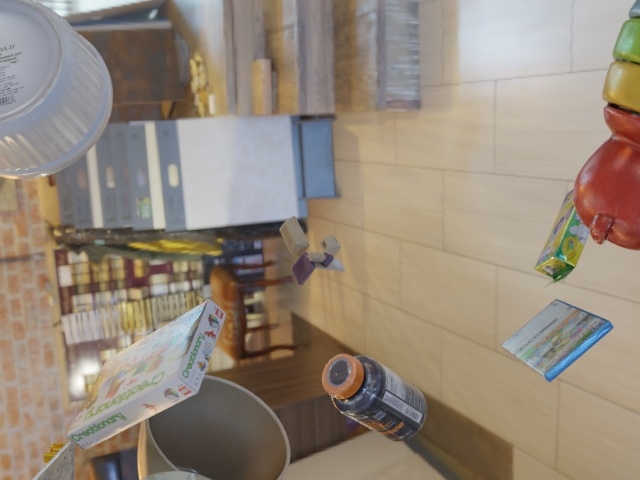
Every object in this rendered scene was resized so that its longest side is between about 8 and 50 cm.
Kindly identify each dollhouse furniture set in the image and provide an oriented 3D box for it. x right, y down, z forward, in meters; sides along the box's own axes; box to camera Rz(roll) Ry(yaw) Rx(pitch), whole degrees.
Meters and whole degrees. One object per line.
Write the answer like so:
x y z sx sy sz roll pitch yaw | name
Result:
0.000 0.000 1.036 0.091 0.081 0.114 -53 49 32 | dollhouse furniture set

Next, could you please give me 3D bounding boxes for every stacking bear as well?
0.324 -0.124 0.583 0.164 0.175 0.289 29 108 21 | stacking bear

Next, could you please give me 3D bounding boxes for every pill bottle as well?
0.109 0.323 1.411 0.130 0.245 0.131 -26 45 29 | pill bottle

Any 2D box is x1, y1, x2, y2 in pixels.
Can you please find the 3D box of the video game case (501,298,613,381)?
0.346 0.144 1.000 0.015 0.119 0.166 50 179 -8 | video game case

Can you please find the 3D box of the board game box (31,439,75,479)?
-0.548 0.626 1.271 0.390 0.050 0.390 -172 85 -86 | board game box

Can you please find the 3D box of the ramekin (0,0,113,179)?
-0.363 -0.187 0.794 0.109 0.207 0.207 89 168 -75 | ramekin

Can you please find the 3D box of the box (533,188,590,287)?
0.418 -0.009 1.137 0.105 0.043 0.179 96 -161 -76 | box

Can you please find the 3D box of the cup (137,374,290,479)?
-0.265 0.495 1.474 0.237 0.330 0.331 -61 39 22 | cup

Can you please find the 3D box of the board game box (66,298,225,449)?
-0.315 0.245 1.225 0.305 0.053 0.193 -31 26 27 | board game box

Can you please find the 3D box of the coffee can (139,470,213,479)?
-0.221 0.469 0.871 0.275 0.201 0.202 -60 40 25 | coffee can
